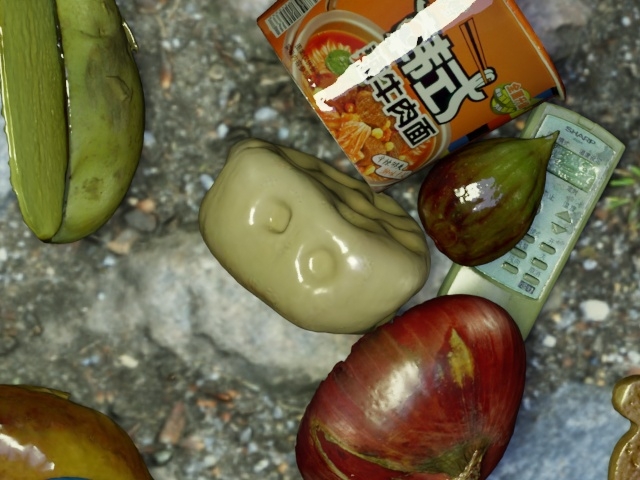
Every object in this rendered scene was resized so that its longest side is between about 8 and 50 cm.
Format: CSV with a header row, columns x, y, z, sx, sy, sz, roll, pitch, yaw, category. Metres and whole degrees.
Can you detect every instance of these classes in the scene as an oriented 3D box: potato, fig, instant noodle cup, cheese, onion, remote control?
x,y,z,sx,sy,sz,roll,pitch,yaw,category
-0.215,-0.135,1.614,0.111,0.160,0.272,-7,94,-31,potato
0.163,-0.049,1.649,0.154,0.109,0.103,-36,70,-3,fig
0.073,-0.176,1.602,0.192,0.250,0.250,-34,97,4,instant noodle cup
0.000,0.000,1.622,0.218,0.235,0.117,18,112,-45,cheese
0.092,0.162,1.625,0.161,0.248,0.248,40,88,12,onion
0.202,-0.015,1.720,0.098,0.038,0.234,28,89,-9,remote control

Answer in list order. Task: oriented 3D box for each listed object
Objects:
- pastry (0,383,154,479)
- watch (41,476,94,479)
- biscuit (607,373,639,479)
x,y,z,sx,sy,sz,roll,pitch,yaw,category
-0.311,0.282,1.613,0.356,0.164,0.356,-1,99,-9,pastry
-0.218,0.305,1.476,0.200,0.171,0.196,-17,113,-15,watch
0.359,0.194,1.754,0.166,0.036,0.226,14,94,-7,biscuit
